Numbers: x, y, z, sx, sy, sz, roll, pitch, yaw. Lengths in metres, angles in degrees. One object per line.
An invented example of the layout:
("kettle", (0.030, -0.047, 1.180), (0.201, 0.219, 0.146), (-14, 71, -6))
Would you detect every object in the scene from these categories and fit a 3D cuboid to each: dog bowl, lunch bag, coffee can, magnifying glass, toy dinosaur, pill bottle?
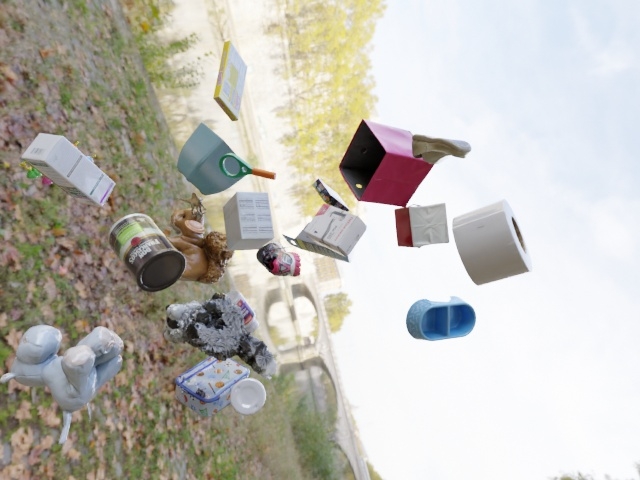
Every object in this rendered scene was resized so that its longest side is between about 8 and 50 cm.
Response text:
("dog bowl", (0.478, 0.309, 1.658), (0.074, 0.297, 0.166), (-171, -100, -69))
("lunch bag", (-0.481, 0.624, 1.869), (0.303, 0.243, 0.115), (-20, 126, -55))
("coffee can", (-0.705, 0.047, 1.723), (0.275, 0.201, 0.202), (40, -26, 30))
("magnifying glass", (-0.274, -0.265, 1.590), (0.026, 0.230, 0.092), (-51, 153, -57))
("toy dinosaur", (-0.483, -0.141, 1.642), (0.183, 0.053, 0.093), (5, -66, 47))
("pill bottle", (-0.256, 0.544, 1.500), (0.208, 0.119, 0.119), (120, -42, -71))
("pill bottle", (-0.359, 0.327, 1.909), (0.194, 0.108, 0.108), (61, 4, -29))

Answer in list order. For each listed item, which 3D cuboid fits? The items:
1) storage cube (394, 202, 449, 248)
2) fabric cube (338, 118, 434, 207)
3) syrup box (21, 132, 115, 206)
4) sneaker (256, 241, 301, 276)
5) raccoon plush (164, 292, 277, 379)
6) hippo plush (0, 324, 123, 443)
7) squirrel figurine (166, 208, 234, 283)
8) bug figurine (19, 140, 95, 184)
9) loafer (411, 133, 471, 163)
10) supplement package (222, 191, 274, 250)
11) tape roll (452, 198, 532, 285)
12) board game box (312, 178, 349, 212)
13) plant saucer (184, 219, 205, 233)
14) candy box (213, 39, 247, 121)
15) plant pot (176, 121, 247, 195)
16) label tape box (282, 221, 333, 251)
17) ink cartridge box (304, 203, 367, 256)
("storage cube", (0.467, -0.068, 1.971), (0.193, 0.183, 0.215), (-179, -97, -80))
("fabric cube", (0.272, -0.322, 1.810), (0.259, 0.258, 0.254), (-61, -141, 35))
("syrup box", (-0.739, -0.203, 1.266), (0.237, 0.093, 0.096), (65, 40, -58))
("sneaker", (-0.189, 0.071, 1.686), (0.299, 0.111, 0.121), (11, -81, 58))
("raccoon plush", (-0.414, 0.400, 1.632), (0.299, 0.216, 0.447), (-25, -79, 45))
("hippo plush", (-0.738, 0.356, 1.229), (0.234, 0.236, 0.295), (-47, 155, -77))
("squirrel figurine", (-0.652, 0.028, 2.246), (0.281, 0.396, 0.371), (146, -45, -70))
("bug figurine", (-0.965, -0.283, 1.584), (0.072, 0.216, 0.279), (58, -11, -5))
("loafer", (0.404, -0.303, 1.442), (0.268, 0.101, 0.092), (-139, -127, -61))
("supplement package", (-0.309, -0.078, 1.813), (0.194, 0.149, 0.203), (-29, -113, 57))
("tape roll", (0.552, 0.009, 1.366), (0.246, 0.169, 0.246), (36, 43, -43))
("board game box", (0.051, -0.206, 2.029), (0.170, 0.048, 0.141), (31, 21, -49))
("plant saucer", (-0.485, -0.055, 1.647), (0.013, 0.083, 0.083), (-58, -156, 20))
("candy box", (-0.257, -0.459, 1.225), (0.105, 0.027, 0.206), (52, 38, -61))
("plant pot", (-0.545, -0.371, 2.073), (0.248, 0.252, 0.247), (41, -6, 39))
("label tape box", (0.000, 0.000, 2.185), (0.249, 0.347, 0.115), (66, 42, -74))
("ink cartridge box", (0.061, -0.047, 1.769), (0.217, 0.159, 0.092), (26, -14, 43))
